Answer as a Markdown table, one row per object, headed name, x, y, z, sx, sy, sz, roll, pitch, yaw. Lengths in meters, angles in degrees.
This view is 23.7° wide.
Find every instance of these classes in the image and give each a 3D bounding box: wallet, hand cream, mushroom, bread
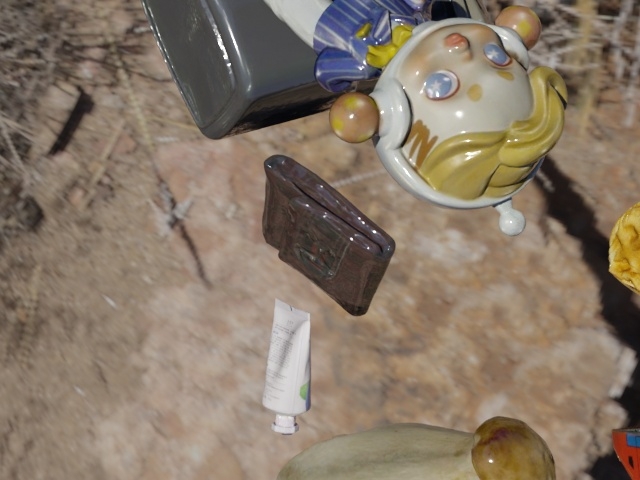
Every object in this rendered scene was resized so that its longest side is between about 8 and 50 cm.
| name | x | y | z | sx | sy | sz | roll | pitch | yaw |
| --- | --- | --- | --- | --- | --- | --- | --- | --- | --- |
| wallet | 0.000 | 0.000 | 1.821 | 0.182 | 0.229 | 0.049 | 39 | 71 | 10 |
| hand cream | -0.033 | 0.139 | 1.661 | 0.053 | 0.084 | 0.142 | 1 | 98 | -28 |
| mushroom | 0.092 | 0.254 | 1.621 | 0.128 | 0.350 | 0.128 | 18 | 65 | -43 |
| bread | 0.290 | 0.012 | 1.282 | 0.044 | 0.111 | 0.083 | -8 | 118 | -35 |

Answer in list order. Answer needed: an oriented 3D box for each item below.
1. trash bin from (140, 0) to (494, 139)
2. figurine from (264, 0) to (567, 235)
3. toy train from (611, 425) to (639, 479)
| name | x | y | z | sx | sy | sz | roll | pitch | yaw |
| --- | --- | --- | --- | --- | --- | --- | --- | --- | --- |
| trash bin | 0.004 | -0.217 | 1.365 | 0.290 | 0.182 | 0.209 | -20 | 83 | -26 |
| figurine | 0.059 | -0.126 | 1.172 | 0.274 | 0.133 | 0.194 | 26 | 52 | 12 |
| toy train | 0.425 | 0.231 | 1.527 | 0.086 | 0.409 | 0.089 | -3 | 87 | -20 |
